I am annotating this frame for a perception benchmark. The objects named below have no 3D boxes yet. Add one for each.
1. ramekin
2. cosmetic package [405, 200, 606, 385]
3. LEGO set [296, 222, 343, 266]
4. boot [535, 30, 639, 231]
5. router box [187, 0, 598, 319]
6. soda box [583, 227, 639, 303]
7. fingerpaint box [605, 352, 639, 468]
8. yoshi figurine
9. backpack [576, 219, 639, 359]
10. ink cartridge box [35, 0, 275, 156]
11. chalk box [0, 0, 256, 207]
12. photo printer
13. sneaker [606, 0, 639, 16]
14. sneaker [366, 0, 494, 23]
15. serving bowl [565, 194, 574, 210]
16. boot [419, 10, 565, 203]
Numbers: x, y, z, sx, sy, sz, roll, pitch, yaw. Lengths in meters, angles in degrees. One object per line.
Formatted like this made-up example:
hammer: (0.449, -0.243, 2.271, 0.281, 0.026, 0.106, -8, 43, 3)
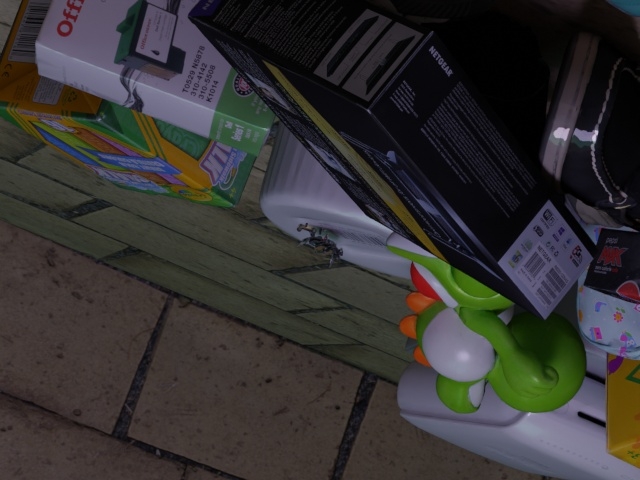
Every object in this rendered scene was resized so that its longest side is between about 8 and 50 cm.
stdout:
ramekin: (0.066, -0.056, 1.845, 0.277, 0.135, 0.277, 19, 168, 4)
cosmetic package: (0.278, 0.084, 2.068, 0.230, 0.161, 0.453, 21, 169, -7)
LEGO set: (0.002, 0.000, 1.832, 0.054, 0.023, 0.083, 16, 155, 7)
boot: (0.341, -0.055, 1.386, 0.284, 0.138, 0.377, 17, 172, 20)
router box: (0.062, -0.085, 1.347, 0.243, 0.081, 0.309, 32, 170, 45)
soda box: (0.291, 0.027, 1.400, 0.053, 0.060, 0.169, 19, 177, -18)
fingerpaint box: (0.581, 0.185, 1.734, 0.445, 0.163, 0.371, 28, 144, -34)
yoshi figurine: (0.204, 0.054, 1.698, 0.203, 0.203, 0.362, 45, 152, 32)
backpack: (0.323, 0.027, 1.651, 0.115, 0.182, 0.152, -5, -171, -37)
ink cartridge box: (-0.127, -0.193, 1.471, 0.219, 0.160, 0.092, 20, 167, -3)
chalk box: (-0.161, -0.150, 1.685, 0.179, 0.180, 0.289, 11, 166, 39)
photo printer: (0.275, 0.225, 2.052, 0.256, 0.107, 0.307, 25, 167, -27)
sneaker: (0.177, -0.203, 1.055, 0.302, 0.108, 0.121, 19, 164, -3)
sneaker: (0.038, -0.230, 1.233, 0.234, 0.078, 0.106, 25, 170, -15)
serving bowl: (0.304, -0.037, 1.806, 0.083, 0.027, 0.083, 20, 168, 4)
boot: (0.122, -0.140, 1.488, 0.246, 0.094, 0.207, 42, 162, 36)
